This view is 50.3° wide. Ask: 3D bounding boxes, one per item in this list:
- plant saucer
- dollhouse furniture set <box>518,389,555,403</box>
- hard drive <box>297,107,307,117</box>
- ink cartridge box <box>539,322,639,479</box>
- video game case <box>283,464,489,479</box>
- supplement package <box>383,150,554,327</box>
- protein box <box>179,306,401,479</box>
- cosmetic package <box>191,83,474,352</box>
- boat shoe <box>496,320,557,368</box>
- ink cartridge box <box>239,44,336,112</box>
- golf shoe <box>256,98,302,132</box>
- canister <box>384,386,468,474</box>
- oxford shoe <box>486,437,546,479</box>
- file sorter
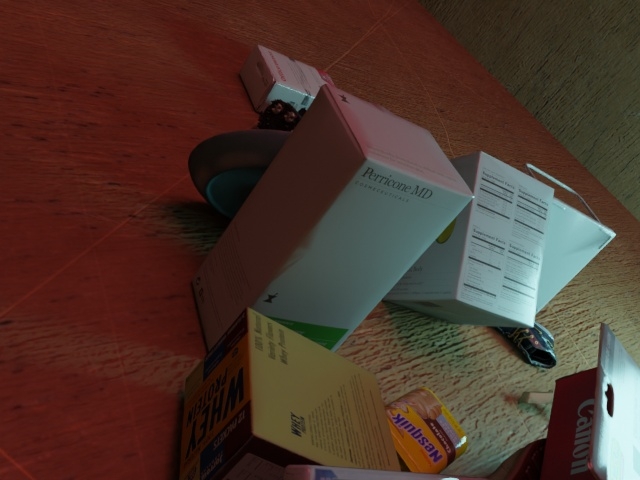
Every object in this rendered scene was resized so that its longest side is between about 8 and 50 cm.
[{"bbox_3d":[-0.053,-0.072,1.065,0.317,0.317,0.044,21,65,-27],"label":"plant saucer"},{"bbox_3d":[0.422,0.327,1.292,0.114,0.091,0.081,4,83,-13],"label":"dollhouse furniture set"},{"bbox_3d":[0.001,-0.227,1.507,0.094,0.022,0.135,54,4,25],"label":"hard drive"},{"bbox_3d":[0.389,0.309,0.915,0.272,0.130,0.309,53,35,-8],"label":"ink cartridge box"},{"bbox_3d":[0.074,0.383,0.620,0.299,0.036,0.329,22,62,-42],"label":"video game case"},{"bbox_3d":[0.270,0.007,1.251,0.198,0.199,0.263,20,75,-29],"label":"supplement package"},{"bbox_3d":[-0.037,0.221,0.771,0.201,0.136,0.200,31,23,-24],"label":"protein box"},{"bbox_3d":[0.000,0.000,0.918,0.196,0.366,0.155,14,38,-35],"label":"cosmetic package"},{"bbox_3d":[0.416,0.192,1.409,0.183,0.065,0.083,31,30,-15],"label":"boat shoe"},{"bbox_3d":[-0.063,-0.349,1.595,0.217,0.092,0.159,14,38,-39],"label":"ink cartridge box"},{"bbox_3d":[-0.037,-0.172,1.406,0.273,0.105,0.120,57,14,24],"label":"golf shoe"},{"bbox_3d":[0.125,0.284,0.964,0.126,0.073,0.170,51,31,20],"label":"canister"},{"bbox_3d":[0.246,0.360,0.927,0.348,0.130,0.123,-5,71,-54],"label":"oxford shoe"},{"bbox_3d":[0.447,0.004,1.496,0.192,0.278,0.173,24,29,-23],"label":"file sorter"}]
